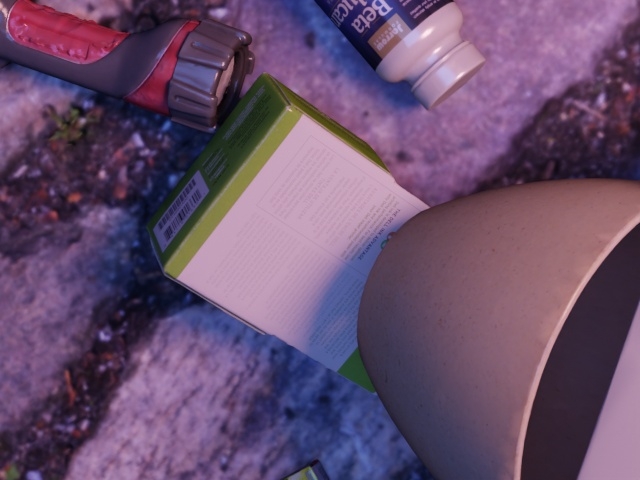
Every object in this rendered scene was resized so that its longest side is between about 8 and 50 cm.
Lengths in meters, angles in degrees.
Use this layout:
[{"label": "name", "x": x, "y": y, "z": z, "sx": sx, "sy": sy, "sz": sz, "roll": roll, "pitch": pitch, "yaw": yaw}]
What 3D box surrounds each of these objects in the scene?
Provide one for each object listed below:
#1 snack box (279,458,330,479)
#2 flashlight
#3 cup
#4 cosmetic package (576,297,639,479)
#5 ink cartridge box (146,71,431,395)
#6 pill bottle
[{"label": "snack box", "x": -0.012, "y": 0.292, "z": 1.564, "sx": 0.100, "sy": 0.037, "sz": 0.141, "roll": -31, "pitch": 87, "yaw": 14}, {"label": "flashlight", "x": -0.217, "y": -0.190, "z": 1.544, "sx": 0.304, "sy": 0.103, "sz": 0.103, "roll": 21, "pitch": 72, "yaw": 11}, {"label": "cup", "x": 0.171, "y": 0.085, "z": 1.396, "sx": 0.237, "sy": 0.331, "sz": 0.331, "roll": 21, "pitch": 99, "yaw": 38}, {"label": "cosmetic package", "x": 0.344, "y": 0.096, "z": 1.289, "sx": 0.156, "sy": 0.217, "sz": 0.385, "roll": 21, "pitch": 98, "yaw": 36}, {"label": "ink cartridge box", "x": 0.000, "y": 0.000, "z": 1.521, "sx": 0.255, "sy": 0.097, "sz": 0.189, "roll": 33, "pitch": 102, "yaw": -27}, {"label": "pill bottle", "x": 0.067, "y": -0.201, "z": 1.483, "sx": 0.094, "sy": 0.094, "sz": 0.169, "roll": -42, "pitch": 85, "yaw": 12}]
